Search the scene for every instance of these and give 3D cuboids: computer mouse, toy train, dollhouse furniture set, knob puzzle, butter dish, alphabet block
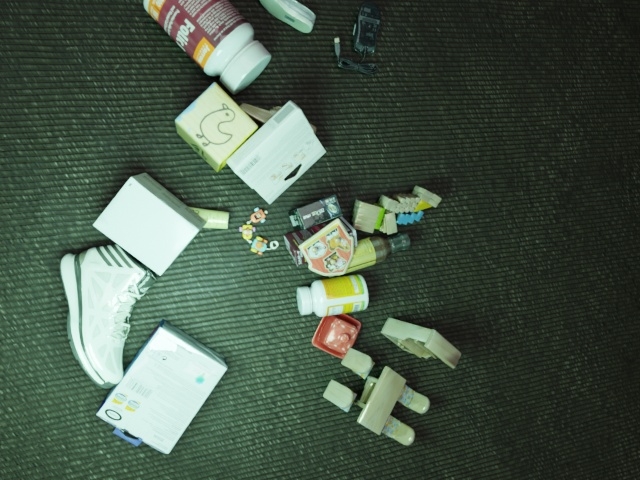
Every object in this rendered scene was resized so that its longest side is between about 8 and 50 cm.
[{"bbox_3d":[0.135,-0.778,1.706,0.184,0.060,0.262,-2,102,-19],"label":"computer mouse"},{"bbox_3d":[-0.223,-0.031,1.618,0.125,0.046,0.166,-27,97,-13],"label":"toy train"},{"bbox_3d":[0.288,0.510,1.608,0.362,0.256,0.394,40,72,-27],"label":"dollhouse furniture set"},{"bbox_3d":[0.041,0.047,1.566,0.213,0.030,0.213,-7,110,-19],"label":"knob puzzle"},{"bbox_3d":[0.074,0.357,1.663,0.159,0.118,0.160,28,83,-14],"label":"butter dish"},{"bbox_3d":[-0.353,-0.376,1.507,0.197,0.193,0.192,44,82,-11],"label":"alphabet block"}]

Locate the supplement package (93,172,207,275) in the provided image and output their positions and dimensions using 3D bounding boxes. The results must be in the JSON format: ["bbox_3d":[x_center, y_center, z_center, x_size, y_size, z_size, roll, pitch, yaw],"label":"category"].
[{"bbox_3d":[-0.550,-0.055,1.454,0.262,0.145,0.204,40,98,-11],"label":"supplement package"}]

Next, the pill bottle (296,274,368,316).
[{"bbox_3d":[0.042,0.207,1.643,0.245,0.136,0.136,-6,92,-15],"label":"pill bottle"}]

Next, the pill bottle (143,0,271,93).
[{"bbox_3d":[-0.368,-0.701,1.485,0.392,0.224,0.224,45,80,-10],"label":"pill bottle"}]

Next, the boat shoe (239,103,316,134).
[{"bbox_3d":[-0.156,-0.430,1.607,0.302,0.109,0.098,20,80,-20],"label":"boat shoe"}]

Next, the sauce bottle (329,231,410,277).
[{"bbox_3d":[0.176,0.046,1.694,0.344,0.111,0.111,-15,94,-16],"label":"sauce bottle"}]

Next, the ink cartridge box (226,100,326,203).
[{"bbox_3d":[-0.145,-0.296,1.550,0.296,0.261,0.066,-43,61,0],"label":"ink cartridge box"}]

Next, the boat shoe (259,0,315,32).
[{"bbox_3d":[-0.120,-0.859,1.632,0.227,0.079,0.081,27,74,-18],"label":"boat shoe"}]

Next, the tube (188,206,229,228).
[{"bbox_3d":[-0.444,-0.079,1.555,0.240,0.062,0.070,6,54,-10],"label":"tube"}]

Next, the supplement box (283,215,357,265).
[{"bbox_3d":[0.000,0.000,1.628,0.239,0.130,0.073,-18,123,-14],"label":"supplement box"}]

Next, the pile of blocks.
[{"bbox_3d":[0.282,-0.118,1.730,0.362,0.112,0.149,-12,111,-10],"label":"pile of blocks"}]

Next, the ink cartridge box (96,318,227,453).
[{"bbox_3d":[-0.539,0.507,1.483,0.270,0.151,0.395,36,80,-12],"label":"ink cartridge box"}]

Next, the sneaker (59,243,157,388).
[{"bbox_3d":[-0.634,0.215,1.394,0.257,0.169,0.448,-19,80,-3],"label":"sneaker"}]

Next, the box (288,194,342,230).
[{"bbox_3d":[-0.023,-0.098,1.602,0.147,0.180,0.078,-22,95,-14],"label":"box"}]
